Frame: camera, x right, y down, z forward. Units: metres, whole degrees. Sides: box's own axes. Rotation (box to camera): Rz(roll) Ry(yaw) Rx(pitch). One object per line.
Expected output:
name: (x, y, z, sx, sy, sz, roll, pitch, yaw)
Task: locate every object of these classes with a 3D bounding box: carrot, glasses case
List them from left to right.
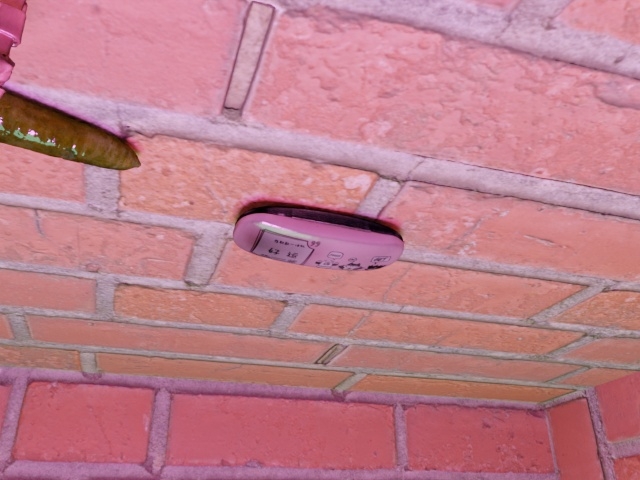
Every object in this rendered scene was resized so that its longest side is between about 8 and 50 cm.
carrot: (-0.402, -0.159, 0.778, 0.358, 0.074, 0.074, 19, 147, -39)
glasses case: (0.000, 0.000, 1.076, 0.314, 0.075, 0.122, 9, 148, -18)

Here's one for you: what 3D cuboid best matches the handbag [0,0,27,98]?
handbag: (-0.338, -0.212, 0.516, 0.157, 0.212, 0.059, 24, 144, -39)
